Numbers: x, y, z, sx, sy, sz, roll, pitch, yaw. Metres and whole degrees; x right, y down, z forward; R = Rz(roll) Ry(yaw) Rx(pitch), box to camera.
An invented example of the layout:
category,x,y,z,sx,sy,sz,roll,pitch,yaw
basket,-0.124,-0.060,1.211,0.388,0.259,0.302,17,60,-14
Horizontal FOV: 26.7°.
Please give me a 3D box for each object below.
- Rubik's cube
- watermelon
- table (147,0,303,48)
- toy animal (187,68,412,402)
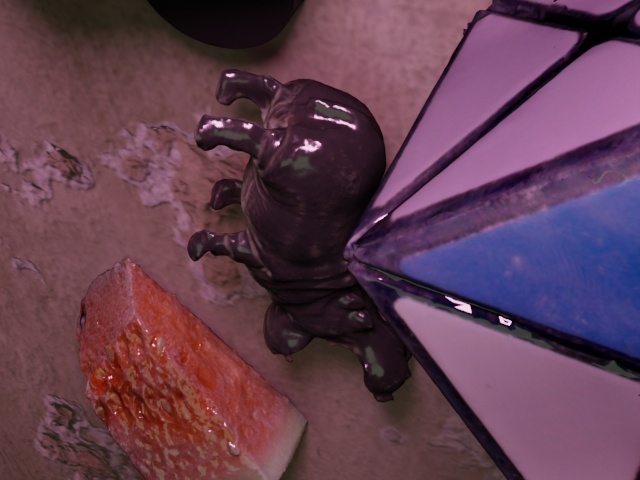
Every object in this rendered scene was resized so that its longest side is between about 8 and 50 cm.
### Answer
category,x,y,z,sx,sy,sz,roll,pitch,yaw
Rubik's cube,0.249,-0.014,0.803,0.305,0.310,0.307,-21,118,38
watermelon,-0.160,0.141,1.345,0.192,0.140,0.257,-19,112,32
table,-0.072,-0.206,0.986,0.133,0.043,0.133,15,137,15
toy animal,-0.015,0.002,1.119,0.168,0.106,0.343,5,140,16
